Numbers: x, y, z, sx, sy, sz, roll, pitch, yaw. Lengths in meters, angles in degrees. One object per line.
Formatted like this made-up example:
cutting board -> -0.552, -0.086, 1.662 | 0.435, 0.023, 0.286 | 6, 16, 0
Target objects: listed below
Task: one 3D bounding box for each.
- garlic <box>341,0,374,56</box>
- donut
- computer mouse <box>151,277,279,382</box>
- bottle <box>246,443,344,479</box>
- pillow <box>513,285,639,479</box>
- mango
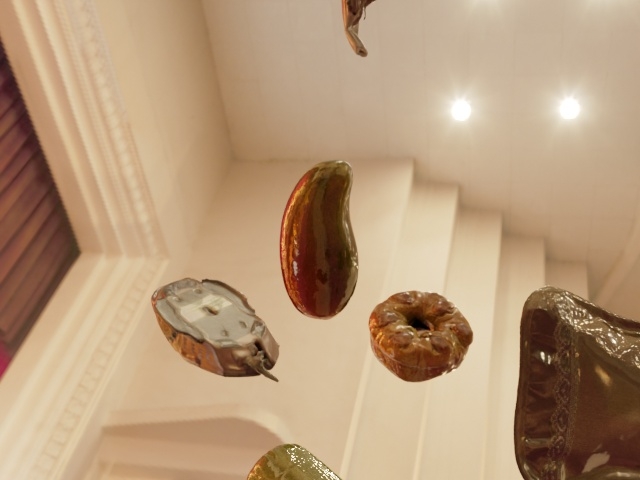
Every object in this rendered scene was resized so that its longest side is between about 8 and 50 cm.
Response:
garlic -> 0.038, -0.296, 0.910 | 0.131, 0.194, 0.127 | 9, -8, -32
donut -> 0.214, 0.205, 1.859 | 0.226, 0.227, 0.114 | 11, -48, 6
computer mouse -> -0.215, 0.208, 1.825 | 0.389, 0.199, 0.115 | 34, -49, 31
bottle -> 0.018, 0.366, 1.078 | 0.260, 0.112, 0.112 | 32, -35, 40
pillow -> 0.206, 0.108, 0.579 | 0.217, 0.130, 0.033 | 15, -15, -34
mango -> -0.004, 0.002, 1.549 | 0.146, 0.129, 0.289 | -3, -88, 35
